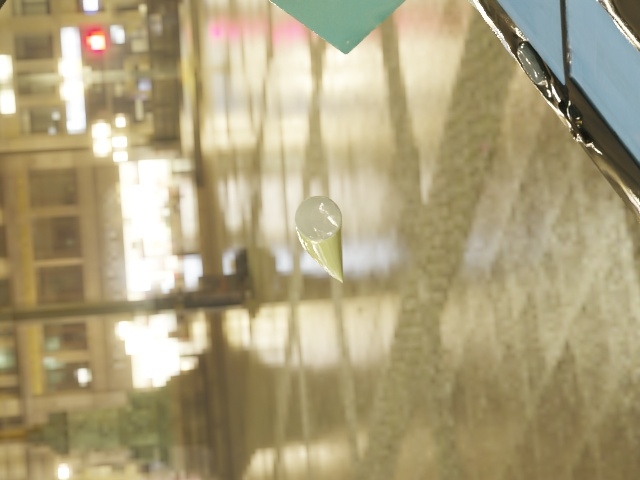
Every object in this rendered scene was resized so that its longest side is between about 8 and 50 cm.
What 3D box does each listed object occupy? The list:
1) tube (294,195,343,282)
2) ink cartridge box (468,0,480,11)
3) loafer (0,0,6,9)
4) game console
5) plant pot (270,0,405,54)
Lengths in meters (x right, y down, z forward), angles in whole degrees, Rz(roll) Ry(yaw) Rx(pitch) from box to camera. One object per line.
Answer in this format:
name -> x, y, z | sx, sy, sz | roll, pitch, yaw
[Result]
tube -> 0.000, 0.000, 2.100 | 0.240, 0.062, 0.070 | 84, -172, -78
ink cartridge box -> 0.314, -0.360, 2.076 | 0.208, 0.153, 0.087 | -31, 31, 34
loafer -> -0.260, -0.183, 1.163 | 0.062, 0.061, 0.170 | -80, -15, -81
game console -> 0.189, -0.176, 1.160 | 0.342, 0.060, 0.386 | 62, 179, 25
plant pot -> -0.010, -0.357, 1.696 | 0.165, 0.234, 0.166 | -38, 32, 42
